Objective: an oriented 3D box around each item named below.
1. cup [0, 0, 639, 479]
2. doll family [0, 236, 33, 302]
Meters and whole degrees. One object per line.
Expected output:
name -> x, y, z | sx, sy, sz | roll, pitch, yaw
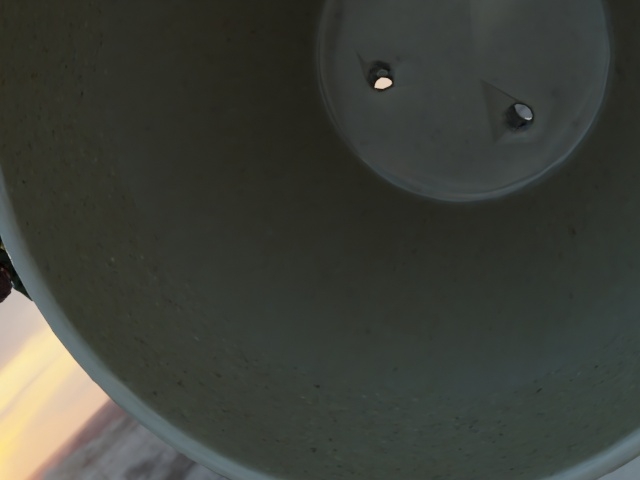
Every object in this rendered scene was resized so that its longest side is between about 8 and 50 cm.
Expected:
cup -> 0.047, -0.074, 0.548 | 0.331, 0.331, 0.237 | -44, -1, 23
doll family -> -0.221, -0.042, 0.728 | 0.076, 0.193, 0.111 | -24, 29, 32
